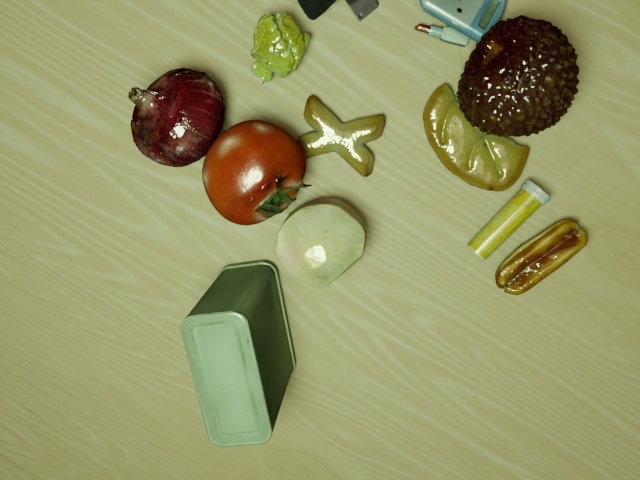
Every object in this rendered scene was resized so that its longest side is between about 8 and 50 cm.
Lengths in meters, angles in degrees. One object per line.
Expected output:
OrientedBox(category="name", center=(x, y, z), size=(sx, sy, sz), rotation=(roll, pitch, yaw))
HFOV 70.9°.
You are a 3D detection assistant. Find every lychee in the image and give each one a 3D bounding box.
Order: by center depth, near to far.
OrientedBox(category="lychee", center=(0.439, -0.337, 0.979), size=(0.271, 0.271, 0.272), rotation=(2, 105, 6))

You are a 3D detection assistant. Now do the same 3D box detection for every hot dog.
OrientedBox(category="hot dog", center=(0.554, 0.042, 1.146), size=(0.249, 0.068, 0.100), rotation=(-40, 84, 12))

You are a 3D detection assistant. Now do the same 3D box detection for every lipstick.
OrientedBox(category="lipstick", center=(0.282, -0.486, 1.055), size=(0.129, 0.030, 0.030), rotation=(16, 106, 1))

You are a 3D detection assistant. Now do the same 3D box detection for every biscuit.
OrientedBox(category="biscuit", center=(0.366, -0.235, 1.106), size=(0.299, 0.045, 0.154), rotation=(36, 106, -3))
OrientedBox(category="biscuit", center=(0.047, -0.261, 1.134), size=(0.207, 0.047, 0.165), rotation=(15, 105, 3))

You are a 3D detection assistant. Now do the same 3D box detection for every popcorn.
OrientedBox(category="popcorn", center=(-0.102, -0.457, 1.055), size=(0.162, 0.136, 0.142), rotation=(-23, 109, 10))

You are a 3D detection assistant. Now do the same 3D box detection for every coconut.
OrientedBox(category="coconut", center=(0.000, 0.000, 1.117), size=(0.236, 0.237, 0.197), rotation=(-31, 98, 13))

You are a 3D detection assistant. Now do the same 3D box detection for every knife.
OrientedBox(category="knife", center=(0.048, -0.638, 1.050), size=(0.072, 0.019, 0.245), rotation=(-36, 101, 12))

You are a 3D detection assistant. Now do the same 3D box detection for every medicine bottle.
OrientedBox(category="medicine bottle", center=(0.468, -0.048, 1.131), size=(0.074, 0.074, 0.218), rotation=(39, 107, -4))

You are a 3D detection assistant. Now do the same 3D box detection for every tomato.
OrientedBox(category="tomato", center=(-0.157, -0.162, 1.084), size=(0.255, 0.256, 0.224), rotation=(-41, 82, 15))

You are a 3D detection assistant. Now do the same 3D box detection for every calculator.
OrientedBox(category="calculator", center=(0.324, -0.537, 1.017), size=(0.210, 0.039, 0.121), rotation=(30, 87, -2))

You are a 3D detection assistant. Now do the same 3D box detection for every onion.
OrientedBox(category="onion", center=(-0.354, -0.303, 1.073), size=(0.252, 0.219, 0.252), rotation=(-13, 64, 29))

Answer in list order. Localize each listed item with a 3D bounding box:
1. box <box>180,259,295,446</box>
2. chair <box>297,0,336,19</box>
OrientedBox(category="box", center=(-0.191, 0.268, 1.149), size=(0.177, 0.344, 0.352), rotation=(-8, 103, 6))
OrientedBox(category="chair", center=(0.049, -0.609, 1.001), size=(0.221, 0.145, 0.140), rotation=(-7, 116, 54))
